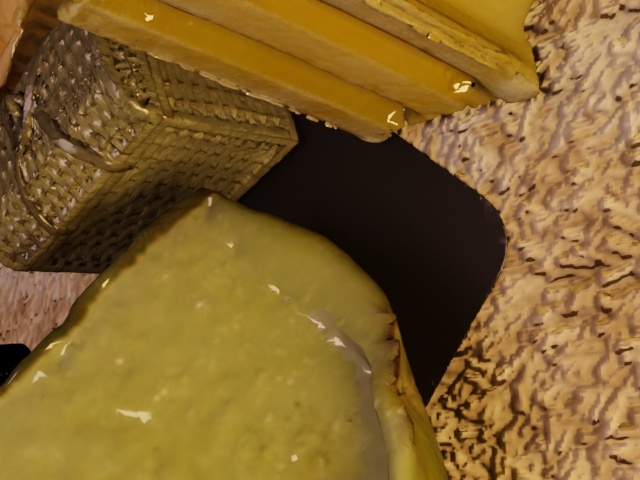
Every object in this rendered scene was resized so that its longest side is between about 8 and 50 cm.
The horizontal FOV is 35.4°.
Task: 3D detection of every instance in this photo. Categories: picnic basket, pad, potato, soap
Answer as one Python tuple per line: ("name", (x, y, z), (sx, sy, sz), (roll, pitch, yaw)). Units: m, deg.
("picnic basket", (-0.144, -0.077, 0.703), (0.196, 0.154, 0.134), (-40, 57, 39))
("pad", (0.000, 0.000, 0.658), (0.267, 0.004, 0.181), (43, 115, 40))
("potato", (-0.054, 0.177, 0.558), (0.280, 0.212, 0.330), (29, 70, 39))
("soap", (-0.002, -0.124, 0.509), (0.135, 0.233, 0.076), (-11, 69, 44))

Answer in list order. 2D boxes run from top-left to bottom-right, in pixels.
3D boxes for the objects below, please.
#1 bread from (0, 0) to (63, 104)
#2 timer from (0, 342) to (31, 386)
("bread", (-0.259, -0.136, 0.847), (0.250, 0.133, 0.179), (-56, 49, 25))
("timer", (-0.261, 0.199, 0.877), (0.144, 0.055, 0.187), (38, 116, 44))
